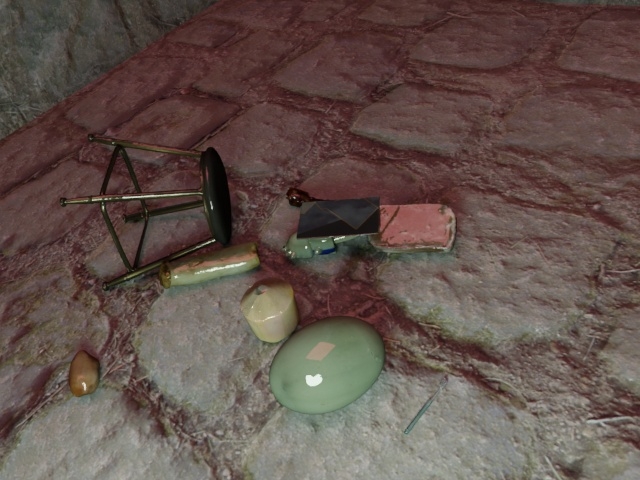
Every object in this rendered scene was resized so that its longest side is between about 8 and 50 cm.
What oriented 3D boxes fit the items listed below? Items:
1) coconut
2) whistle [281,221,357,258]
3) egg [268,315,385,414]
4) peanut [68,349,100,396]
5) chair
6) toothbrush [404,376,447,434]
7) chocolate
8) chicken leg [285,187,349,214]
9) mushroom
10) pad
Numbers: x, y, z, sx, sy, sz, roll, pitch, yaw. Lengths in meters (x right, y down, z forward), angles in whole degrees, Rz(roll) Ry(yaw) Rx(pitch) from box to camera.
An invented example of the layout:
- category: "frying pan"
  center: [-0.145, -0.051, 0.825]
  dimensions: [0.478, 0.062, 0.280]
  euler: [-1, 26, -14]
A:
- category: "coconut"
  center: [-0.135, 0.176, 1.502]
  dimensions: [0.147, 0.153, 0.147]
  euler: [-9, 40, 8]
- category: "whistle"
  center: [0.000, 0.000, 1.702]
  dimensions: [0.244, 0.092, 0.110]
  euler: [-14, 40, 3]
- category: "egg"
  center: [0.017, 0.283, 1.306]
  dimensions: [0.282, 0.203, 0.203]
  euler: [-22, 42, -10]
- category: "peanut"
  center: [-0.624, 0.349, 1.507]
  dimensions: [0.076, 0.076, 0.152]
  euler: [-18, 38, -5]
- category: "chair"
  center: [-0.503, -0.115, 1.790]
  dimensions: [0.409, 0.362, 0.365]
  euler: [-7, 42, 0]
- category: "toothbrush"
  center: [0.239, 0.372, 1.289]
  dimensions: [0.167, 0.014, 0.011]
  euler: [-43, 32, -28]
- category: "chocolate"
  center: [0.270, -0.022, 1.661]
  dimensions: [0.253, 0.080, 0.157]
  euler: [0, 57, 17]
- category: "chicken leg"
  center: [-0.004, -0.109, 1.836]
  dimensions: [0.113, 0.093, 0.304]
  euler: [-20, 31, -33]
- category: "mushroom"
  center: [-0.335, 0.078, 1.722]
  dimensions: [0.311, 0.081, 0.100]
  euler: [-13, 47, -5]
- category: "pad"
  center: [0.054, -0.068, 1.686]
  dimensions: [0.242, 0.004, 0.164]
  euler: [-4, 44, 11]
